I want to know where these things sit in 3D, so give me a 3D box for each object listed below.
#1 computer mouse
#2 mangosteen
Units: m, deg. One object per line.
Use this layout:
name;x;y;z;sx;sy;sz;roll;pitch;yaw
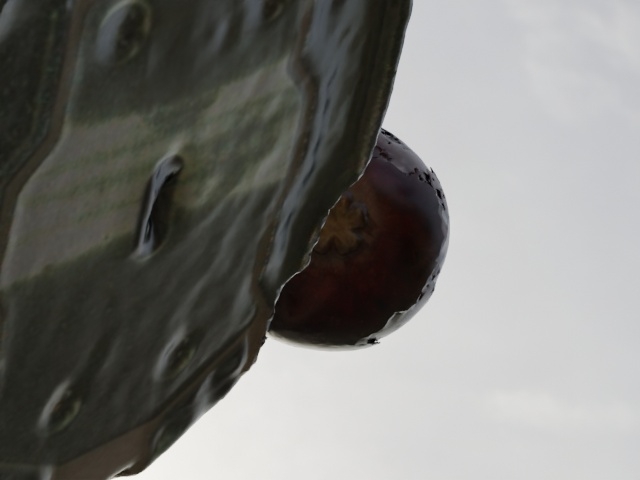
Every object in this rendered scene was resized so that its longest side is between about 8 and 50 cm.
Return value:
computer mouse;-0.092;-0.009;0.507;0.199;0.115;0.389;-18;-40;-40
mangosteen;0.000;0.000;0.967;0.166;0.166;0.180;8;-16;2
